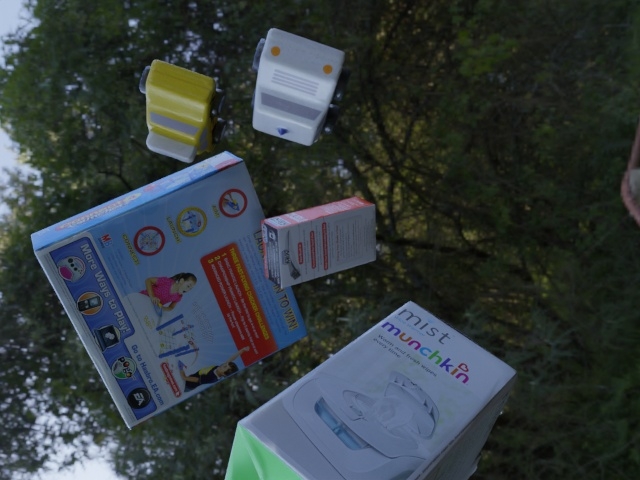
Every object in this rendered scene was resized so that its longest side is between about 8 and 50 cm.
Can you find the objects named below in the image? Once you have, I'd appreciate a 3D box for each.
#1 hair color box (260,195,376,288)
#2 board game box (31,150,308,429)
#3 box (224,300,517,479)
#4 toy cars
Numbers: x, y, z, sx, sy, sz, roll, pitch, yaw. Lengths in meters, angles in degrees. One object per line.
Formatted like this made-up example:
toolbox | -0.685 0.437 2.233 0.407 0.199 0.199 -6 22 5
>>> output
hair color box | 0.000 0.000 1.026 0.167 0.053 0.093 -15 -65 -30
board game box | -0.208 0.069 1.025 0.302 0.086 0.308 -26 -65 -16
box | 0.032 0.222 0.610 0.231 0.127 0.261 -29 -37 -45
toy cars | -0.107 -0.145 0.830 0.176 0.394 0.087 30 -109 -42
